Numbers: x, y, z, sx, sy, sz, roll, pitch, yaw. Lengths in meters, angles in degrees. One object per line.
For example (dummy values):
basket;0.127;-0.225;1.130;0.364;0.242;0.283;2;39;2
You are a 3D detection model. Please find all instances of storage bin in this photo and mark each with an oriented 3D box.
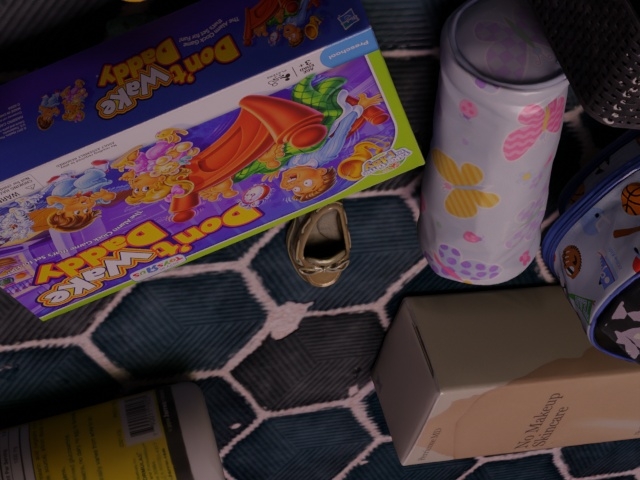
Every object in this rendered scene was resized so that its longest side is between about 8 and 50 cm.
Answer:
storage bin;0.236;-0.173;1.112;0.122;0.180;0.084;3;138;-27

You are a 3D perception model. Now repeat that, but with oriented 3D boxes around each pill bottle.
pill bottle;-0.257;0.266;1.454;0.334;0.188;0.188;-14;144;-6

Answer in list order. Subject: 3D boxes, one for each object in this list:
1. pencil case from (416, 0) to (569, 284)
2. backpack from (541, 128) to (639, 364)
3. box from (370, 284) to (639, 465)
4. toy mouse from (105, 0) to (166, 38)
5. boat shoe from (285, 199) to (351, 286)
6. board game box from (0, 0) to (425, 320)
pencil case;0.147;-0.082;1.249;0.124;0.113;0.273;-50;158;-33
backpack;0.338;0.001;1.356;0.276;0.213;0.263;-47;149;24
box;0.225;0.134;1.553;0.311;0.121;0.148;-5;142;-19
toy mouse;-0.099;-0.165;1.097;0.161;0.031;0.143;-22;144;4
boat shoe;0.002;-0.001;1.341;0.056;0.048;0.153;-10;143;-12
board game box;-0.110;-0.070;1.140;0.347;0.078;0.233;-22;156;5
